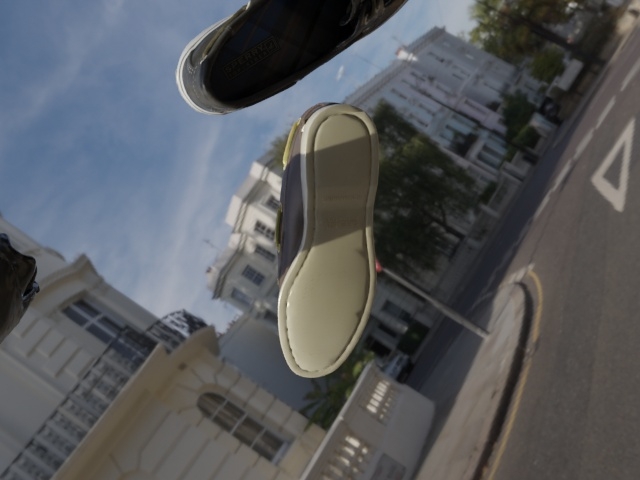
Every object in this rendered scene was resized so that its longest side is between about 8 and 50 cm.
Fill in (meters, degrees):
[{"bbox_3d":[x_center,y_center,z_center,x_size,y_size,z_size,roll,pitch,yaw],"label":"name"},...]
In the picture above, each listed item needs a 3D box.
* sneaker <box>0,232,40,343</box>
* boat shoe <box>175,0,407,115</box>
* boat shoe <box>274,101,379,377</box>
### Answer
[{"bbox_3d":[-0.324,0.069,0.574,0.286,0.109,0.130,-15,35,53],"label":"sneaker"},{"bbox_3d":[0.001,-0.163,0.429,0.228,0.080,0.076,-34,26,-9],"label":"boat shoe"},{"bbox_3d":[0.000,0.000,0.741,0.097,0.116,0.324,-139,51,-66],"label":"boat shoe"}]
